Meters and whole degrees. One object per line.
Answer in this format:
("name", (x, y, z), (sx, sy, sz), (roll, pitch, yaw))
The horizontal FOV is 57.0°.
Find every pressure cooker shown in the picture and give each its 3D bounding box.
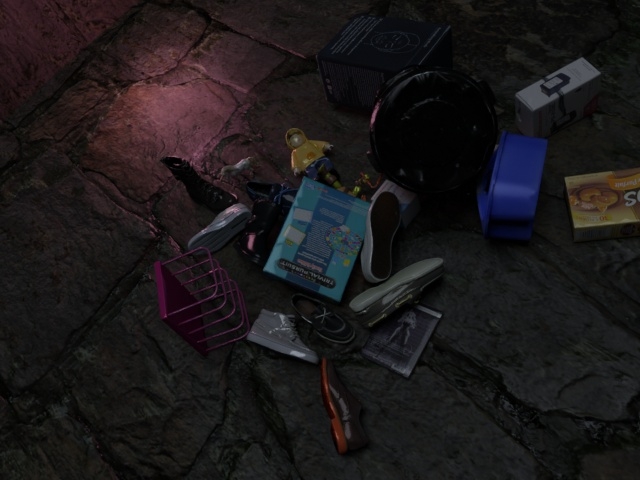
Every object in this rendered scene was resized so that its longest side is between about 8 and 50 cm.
("pressure cooker", (0.335, -0.339, 1.818), (0.369, 0.420, 0.376), (12, 105, 6))

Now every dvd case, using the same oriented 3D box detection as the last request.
("dvd case", (0.236, 0.271, 1.716), (0.164, 0.018, 0.221), (21, 69, 31))

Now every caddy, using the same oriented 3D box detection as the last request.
("caddy", (0.550, -0.158, 1.733), (0.179, 0.241, 0.341), (11, 63, 19))

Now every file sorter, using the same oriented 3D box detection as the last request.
("file sorter", (-0.356, 0.187, 1.827), (0.182, 0.291, 0.202), (-21, 55, 3))

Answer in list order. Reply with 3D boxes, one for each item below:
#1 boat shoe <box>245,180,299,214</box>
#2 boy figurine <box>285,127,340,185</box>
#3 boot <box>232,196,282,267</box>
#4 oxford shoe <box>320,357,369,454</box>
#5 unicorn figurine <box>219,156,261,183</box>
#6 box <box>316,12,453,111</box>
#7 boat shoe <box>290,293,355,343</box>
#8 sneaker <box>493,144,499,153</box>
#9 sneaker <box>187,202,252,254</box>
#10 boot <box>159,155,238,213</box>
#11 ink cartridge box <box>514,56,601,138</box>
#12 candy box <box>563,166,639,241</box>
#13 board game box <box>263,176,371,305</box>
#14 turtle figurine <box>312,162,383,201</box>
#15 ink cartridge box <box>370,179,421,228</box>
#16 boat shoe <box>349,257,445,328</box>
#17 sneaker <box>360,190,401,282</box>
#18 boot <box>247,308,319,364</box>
("boat shoe", (-0.160, -0.152, 2.084), (0.258, 0.089, 0.109), (7, 63, 24))
("boy figurine", (-0.033, -0.306, 2.134), (0.177, 0.092, 0.285), (-33, 57, 2))
("boot", (-0.193, -0.033, 1.951), (0.207, 0.094, 0.246), (-62, 28, 3))
("oxford shoe", (0.061, 0.450, 1.640), (0.098, 0.097, 0.272), (-10, 59, -9))
("unicorn figurine", (-0.306, -0.258, 2.191), (0.162, 0.111, 0.060), (-44, 56, -9))
("box", (0.238, -0.633, 2.134), (0.395, 0.212, 0.293), (21, 58, 30))
("boat shoe", (0.003, 0.235, 1.791), (0.233, 0.079, 0.084), (31, 72, 31))
("sneaker", (0.583, -0.297, 1.909), (0.134, 0.070, 0.051), (25, 73, 32))
("sneaker", (-0.358, -0.040, 2.102), (0.258, 0.094, 0.091), (-31, 36, -5))
("boot", (-0.443, -0.208, 2.139), (0.262, 0.229, 0.091), (17, 67, 29))
("ink cartridge box", (0.748, -0.438, 1.870), (0.237, 0.172, 0.100), (-28, 54, 2))
("candy box", (0.870, -0.107, 1.671), (0.316, 0.088, 0.183), (-6, 58, 16))
("board game box", (0.000, 0.000, 1.857), (0.253, 0.079, 0.336), (22, 73, 2))
("turtle figurine", (0.077, -0.164, 1.985), (0.217, 0.087, 0.270), (34, 90, 1))
("ink cartridge box", (0.238, -0.122, 1.916), (0.143, 0.090, 0.092), (31, 74, 32))
("boat shoe", (0.235, 0.151, 1.726), (0.304, 0.091, 0.109), (-29, 10, -3))
("sneaker", (0.170, -0.009, 1.820), (0.105, 0.123, 0.290), (16, 72, -12))
("boot", (-0.100, 0.283, 1.785), (0.258, 0.095, 0.123), (15, 73, 29))
